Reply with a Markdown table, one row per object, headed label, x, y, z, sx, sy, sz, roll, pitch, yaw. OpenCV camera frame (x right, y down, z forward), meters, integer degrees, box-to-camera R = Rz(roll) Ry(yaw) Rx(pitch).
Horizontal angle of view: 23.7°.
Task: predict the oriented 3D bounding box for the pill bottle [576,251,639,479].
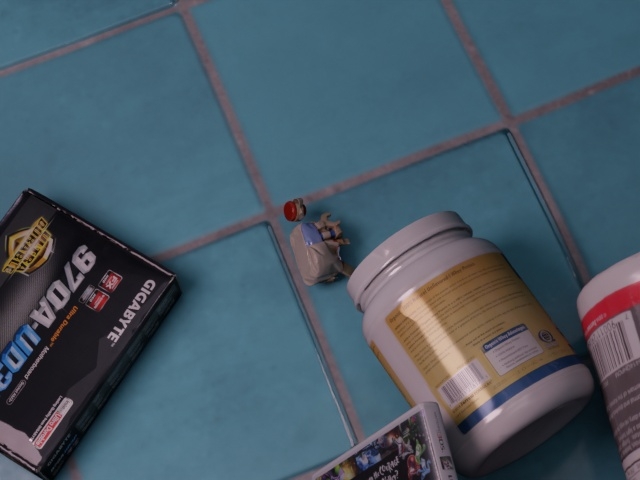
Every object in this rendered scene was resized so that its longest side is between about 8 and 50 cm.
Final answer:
| label | x | y | z | sx | sy | sz | roll | pitch | yaw |
| --- | --- | --- | --- | --- | --- | --- | --- | --- | --- |
| pill bottle | 0.336 | 0.169 | 1.260 | 0.176 | 0.176 | 0.318 | -13 | 69 | -1 |

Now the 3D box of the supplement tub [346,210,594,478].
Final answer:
| label | x | y | z | sx | sy | sz | roll | pitch | yaw |
| --- | --- | --- | --- | --- | --- | --- | --- | --- | --- |
| supplement tub | 0.126 | 0.089 | 1.324 | 0.144 | 0.144 | 0.200 | -31 | 70 | -8 |

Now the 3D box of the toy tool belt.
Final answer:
| label | x | y | z | sx | sy | sz | roll | pitch | yaw |
| --- | --- | --- | --- | --- | --- | --- | --- | --- | --- |
| toy tool belt | 0.000 | 0.000 | 1.425 | 0.051 | 0.052 | 0.083 | -6 | 68 | -32 |

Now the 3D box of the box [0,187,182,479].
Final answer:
| label | x | y | z | sx | sy | sz | roll | pitch | yaw |
| --- | --- | --- | --- | --- | --- | --- | --- | --- | --- |
| box | -0.260 | 0.085 | 1.404 | 0.175 | 0.051 | 0.220 | 30 | 73 | 15 |

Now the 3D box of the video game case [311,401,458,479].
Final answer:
| label | x | y | z | sx | sy | sz | roll | pitch | yaw |
| --- | --- | --- | --- | --- | --- | --- | --- | --- | --- |
| video game case | 0.061 | 0.245 | 1.255 | 0.022 | 0.190 | 0.173 | 0 | 65 | -31 |
